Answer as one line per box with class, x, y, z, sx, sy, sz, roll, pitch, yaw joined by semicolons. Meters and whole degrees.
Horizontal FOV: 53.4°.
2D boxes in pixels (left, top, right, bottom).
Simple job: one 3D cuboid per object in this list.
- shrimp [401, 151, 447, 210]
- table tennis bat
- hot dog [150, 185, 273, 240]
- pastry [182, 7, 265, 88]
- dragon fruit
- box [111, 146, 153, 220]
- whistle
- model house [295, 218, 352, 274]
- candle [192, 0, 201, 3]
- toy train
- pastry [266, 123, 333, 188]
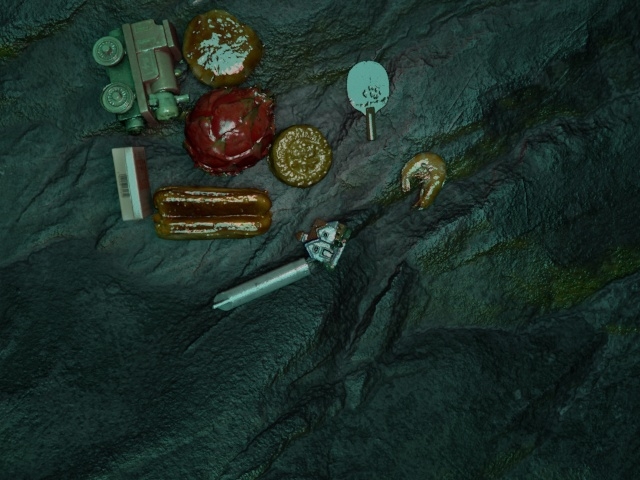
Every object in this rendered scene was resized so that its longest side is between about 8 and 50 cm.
shrimp;0.307;-0.178;1.933;0.132;0.051;0.188;20;90;10
table tennis bat;0.144;-0.414;1.888;0.131;0.022;0.235;-5;97;-7
hot dog;-0.311;-0.082;1.833;0.348;0.117;0.158;-2;102;-9
pastry;-0.268;-0.535;1.778;0.228;0.100;0.219;-3;96;-6
dragon fruit;-0.245;-0.310;1.748;0.244;0.244;0.299;42;86;-11
box;-0.523;-0.161;1.782;0.058;0.141;0.201;-7;97;-1
whistle;-0.178;0.136;1.907;0.312;0.062;0.062;-23;100;-3
model house;0.000;0.000;1.888;0.148;0.119;0.148;24;95;-2
candle;-0.306;-0.824;1.676;0.221;0.221;0.343;-23;103;-3
toy train;-0.477;-0.440;1.720;0.221;0.150;0.305;-13;81;-1
pastry;-0.059;-0.240;1.833;0.188;0.103;0.189;-4;103;-17
